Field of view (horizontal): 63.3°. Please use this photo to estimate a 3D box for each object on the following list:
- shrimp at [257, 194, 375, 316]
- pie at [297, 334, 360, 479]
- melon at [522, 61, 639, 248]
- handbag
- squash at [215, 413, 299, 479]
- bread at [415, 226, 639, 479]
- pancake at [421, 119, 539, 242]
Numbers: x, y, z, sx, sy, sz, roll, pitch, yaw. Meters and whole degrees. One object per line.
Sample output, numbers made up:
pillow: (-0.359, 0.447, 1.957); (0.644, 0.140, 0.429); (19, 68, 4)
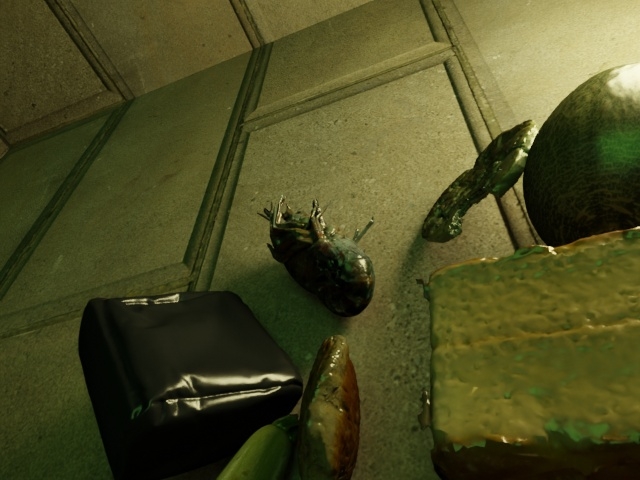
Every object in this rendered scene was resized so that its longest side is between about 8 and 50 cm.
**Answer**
shrimp: (0.001, 0.001, 0.928); (0.172, 0.137, 0.372); (-2, 36, -28)
pie: (0.010, 0.211, 0.641); (0.079, 0.163, 0.193); (3, 50, 7)
melon: (0.405, -0.097, 0.676); (0.248, 0.248, 0.329); (9, 45, 39)
handbag: (-0.200, 0.207, 0.786); (0.302, 0.275, 0.178); (37, 114, 49)
squash: (-0.082, 0.308, 0.655); (0.094, 0.094, 0.224); (0, 36, 32)
bread: (0.251, 0.152, 0.454); (0.279, 0.279, 0.207); (-16, 37, 20)
pancake: (0.259, -0.094, 0.842); (0.253, 0.037, 0.253); (-49, 3, 4)
